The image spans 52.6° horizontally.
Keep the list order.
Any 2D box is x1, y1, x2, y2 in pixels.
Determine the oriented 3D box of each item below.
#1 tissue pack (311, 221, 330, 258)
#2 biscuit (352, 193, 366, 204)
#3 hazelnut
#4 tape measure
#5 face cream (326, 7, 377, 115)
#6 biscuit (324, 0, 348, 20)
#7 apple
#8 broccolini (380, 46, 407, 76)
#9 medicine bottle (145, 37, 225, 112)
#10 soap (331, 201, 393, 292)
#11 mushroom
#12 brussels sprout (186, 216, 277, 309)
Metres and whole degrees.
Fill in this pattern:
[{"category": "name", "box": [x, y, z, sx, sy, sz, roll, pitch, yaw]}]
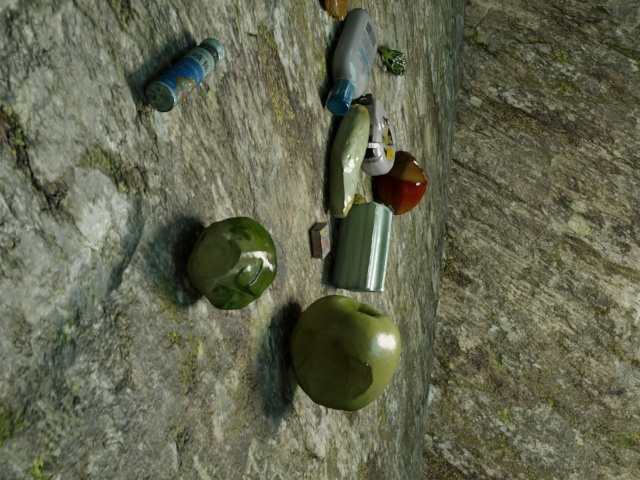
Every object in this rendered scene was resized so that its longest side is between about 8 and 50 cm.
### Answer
[{"category": "tissue pack", "box": [0.000, 0.000, 1.697, 0.063, 0.035, 0.083, -50, 141, -59]}, {"category": "biscuit", "box": [0.127, -0.035, 2.047, 0.118, 0.029, 0.247, -56, 145, -42]}, {"category": "hazelnut", "box": [0.282, -0.193, 2.227, 0.181, 0.181, 0.212, 51, 32, -33]}, {"category": "tape measure", "box": [0.165, -0.298, 1.968, 0.236, 0.120, 0.197, 44, 47, -58]}, {"category": "face cream", "box": [0.086, -0.479, 1.781, 0.163, 0.080, 0.336, 62, 36, -48]}, {"category": "biscuit", "box": [0.039, -0.656, 1.681, 0.170, 0.050, 0.170, 9, 90, -76]}, {"category": "apple", "box": [0.054, 0.263, 1.566, 0.279, 0.280, 0.278, 3, 90, -70]}, {"category": "broccolini", "box": [0.240, -0.631, 2.234, 0.091, 0.068, 0.203, -59, 150, 7]}, {"category": "medicine bottle", "box": [-0.215, -0.271, 1.048, 0.191, 0.051, 0.051, -64, 150, -48]}, {"category": "soap", "box": [0.122, 0.018, 1.846, 0.094, 0.150, 0.261, 18, 76, -41]}, {"category": "mushroom", "box": [0.073, -0.230, 1.788, 0.107, 0.087, 0.332, 31, 67, -42]}, {"category": "brussels sprout", "box": [-0.153, 0.036, 1.146, 0.161, 0.144, 0.180, -44, 161, -11]}]
